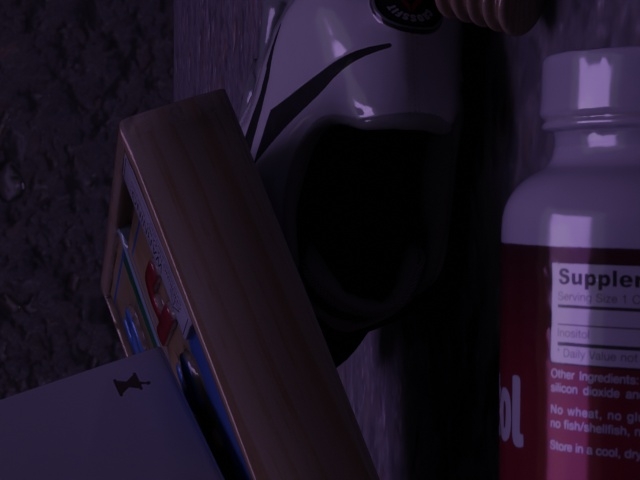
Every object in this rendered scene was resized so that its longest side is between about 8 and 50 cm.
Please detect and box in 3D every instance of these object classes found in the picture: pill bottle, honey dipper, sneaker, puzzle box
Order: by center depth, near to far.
[{"bbox_3d":[0.089,0.028,0.412,0.086,0.086,0.152,-174,85,-80],"label":"pill bottle"},{"bbox_3d":[0.025,-0.119,0.681,0.161,0.030,0.030,23,119,39],"label":"honey dipper"},{"bbox_3d":[-0.013,0.162,0.748,0.272,0.052,0.409,117,134,-70],"label":"puzzle box"},{"bbox_3d":[0.000,0.000,0.811,0.330,0.122,0.146,102,166,-51],"label":"sneaker"}]

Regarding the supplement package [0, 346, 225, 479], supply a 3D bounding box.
[{"bbox_3d":[-0.117,0.227,0.702,0.262,0.198,0.199,87,159,-45],"label":"supplement package"}]
